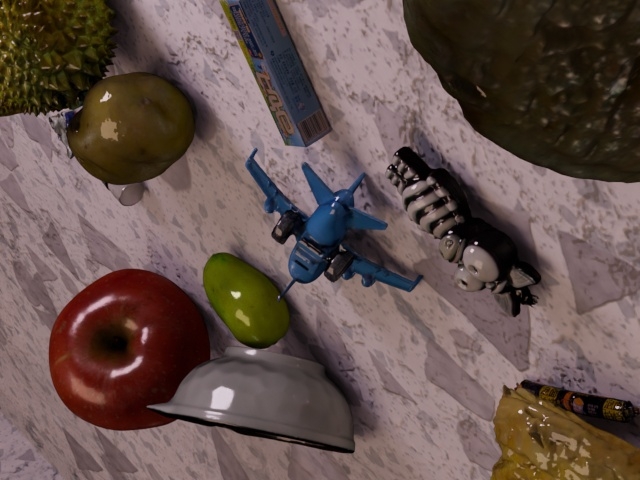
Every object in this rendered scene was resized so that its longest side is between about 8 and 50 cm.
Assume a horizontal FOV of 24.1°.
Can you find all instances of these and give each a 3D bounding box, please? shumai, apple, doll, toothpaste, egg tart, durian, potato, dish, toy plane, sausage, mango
[{"bbox_3d":[0.217,-0.239,0.968,0.324,0.397,0.323,-56,39,44],"label":"shumai"},{"bbox_3d":[-0.303,0.175,2.399,0.260,0.260,0.216,50,178,12],"label":"apple"},{"bbox_3d":[0.149,-0.008,1.592,0.219,0.067,0.091,47,150,13],"label":"doll"},{"bbox_3d":[-0.343,-0.130,2.344,0.193,0.045,0.071,46,147,34],"label":"toothpaste"},{"bbox_3d":[0.313,0.332,1.621,0.339,0.153,0.351,32,156,33],"label":"egg tart"},{"bbox_3d":[-0.398,-0.267,2.032,0.225,0.291,0.291,48,157,-14],"label":"durian"},{"bbox_3d":[-0.252,-0.151,2.020,0.137,0.154,0.200,55,150,4],"label":"potato"},{"bbox_3d":[-0.078,0.220,2.134,0.303,0.120,0.303,12,171,2],"label":"dish"},{"bbox_3d":[0.000,0.000,1.832,0.254,0.105,0.271,37,149,4],"label":"toy plane"},{"bbox_3d":[0.277,0.175,1.641,0.198,0.025,0.028,7,124,57],"label":"sausage"},{"bbox_3d":[-0.058,-0.202,1.741,0.070,0.044,0.193,10,130,56],"label":"toothpaste"},{"bbox_3d":[-0.106,0.088,2.149,0.163,0.089,0.117,47,165,45],"label":"mango"}]

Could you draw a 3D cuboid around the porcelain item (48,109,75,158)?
[{"bbox_3d":[-0.404,-0.166,2.381,0.136,0.021,0.075,-178,75,-70],"label":"porcelain item"}]
